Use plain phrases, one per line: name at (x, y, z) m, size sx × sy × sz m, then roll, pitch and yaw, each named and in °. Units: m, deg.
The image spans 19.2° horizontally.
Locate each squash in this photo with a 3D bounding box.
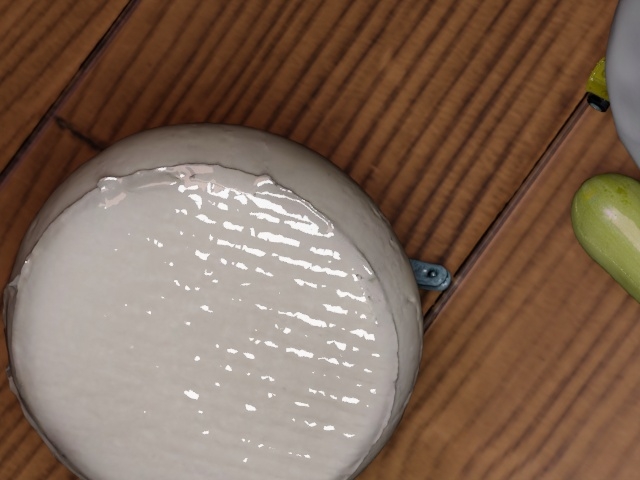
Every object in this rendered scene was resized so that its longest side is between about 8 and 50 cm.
squash at (0.321, 0.032, 1.695) m, size 0.083 × 0.083 × 0.250 m, roll -46°, pitch 67°, yaw 1°

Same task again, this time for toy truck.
toy truck at (0.293, -0.135, 1.770) m, size 0.083 × 0.054 × 0.049 m, roll 32°, pitch 85°, yaw 24°

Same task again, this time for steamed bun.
steamed bun at (-0.091, 0.069, 1.710) m, size 0.374 × 0.241 × 0.374 m, roll 2°, pitch 106°, yaw 6°

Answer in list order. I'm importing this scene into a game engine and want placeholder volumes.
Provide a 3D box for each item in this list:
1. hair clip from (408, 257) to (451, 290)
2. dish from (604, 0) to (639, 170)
hair clip at (0.000, 0.000, 1.829) m, size 0.275 × 0.083 × 0.048 m, roll 17°, pitch 68°, yaw 15°
dish at (0.383, -0.131, 1.610) m, size 0.324 × 0.124 × 0.324 m, roll 10°, pitch 114°, yaw 25°
